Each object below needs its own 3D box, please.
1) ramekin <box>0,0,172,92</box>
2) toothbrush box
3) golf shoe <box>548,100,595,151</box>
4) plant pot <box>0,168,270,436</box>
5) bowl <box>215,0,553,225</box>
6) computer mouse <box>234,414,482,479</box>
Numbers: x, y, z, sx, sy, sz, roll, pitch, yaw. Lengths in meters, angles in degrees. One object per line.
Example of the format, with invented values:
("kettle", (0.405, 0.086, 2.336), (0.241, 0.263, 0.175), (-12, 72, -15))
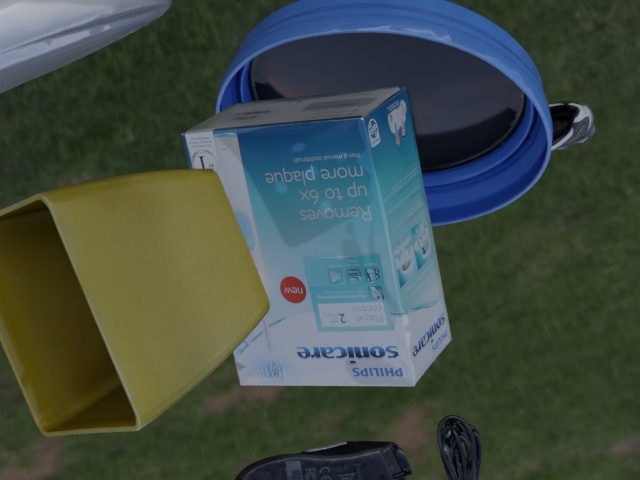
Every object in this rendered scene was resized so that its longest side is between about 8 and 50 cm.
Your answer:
("ramekin", (-0.226, -0.134, 0.750), (0.272, 0.127, 0.273), (-22, -173, 3))
("toothbrush box", (0.000, 0.000, 1.487), (0.216, 0.296, 0.126), (-2, -159, 27))
("golf shoe", (0.252, -0.129, 1.778), (0.198, 0.077, 0.094), (-28, 167, 12))
("plant pot", (-0.175, 0.040, 1.268), (0.187, 0.212, 0.212), (-26, -173, -34))
("bowl", (0.074, -0.148, 1.622), (0.391, 0.077, 0.391), (6, 149, 3))
("computer mouse", (0.045, 0.287, 1.417), (0.262, 0.184, 0.060), (-12, -177, -4))
